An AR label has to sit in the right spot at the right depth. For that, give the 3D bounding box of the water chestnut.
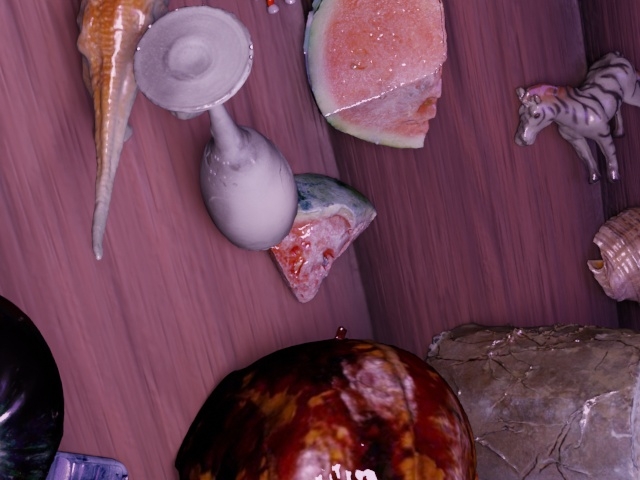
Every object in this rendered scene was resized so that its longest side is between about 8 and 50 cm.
[{"bbox_3d":[0.040,0.263,1.118,0.347,0.335,0.335,19,83,-26],"label":"water chestnut"}]

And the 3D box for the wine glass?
[{"bbox_3d":[-0.070,-0.163,1.049,0.309,0.096,0.264,71,25,-67],"label":"wine glass"}]

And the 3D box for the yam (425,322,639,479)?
[{"bbox_3d":[0.293,0.221,1.354,0.241,0.348,0.241,-5,97,-49],"label":"yam"}]

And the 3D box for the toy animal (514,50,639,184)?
[{"bbox_3d":[0.375,-0.158,1.546,0.255,0.090,0.170,-28,111,-41],"label":"toy animal"}]

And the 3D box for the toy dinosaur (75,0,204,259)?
[{"bbox_3d":[-0.169,-0.148,0.990,0.205,0.092,0.393,90,14,-53],"label":"toy dinosaur"}]

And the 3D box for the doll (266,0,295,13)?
[{"bbox_3d":[-0.050,-0.292,1.155,0.057,0.039,0.114,-14,121,-7],"label":"doll"}]

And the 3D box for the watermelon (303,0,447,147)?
[{"bbox_3d":[0.046,-0.216,1.228,0.146,0.128,0.231,-6,85,-15],"label":"watermelon"}]

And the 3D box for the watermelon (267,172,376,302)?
[{"bbox_3d":[0.000,0.000,1.228,0.187,0.071,0.139,-6,104,-43],"label":"watermelon"}]

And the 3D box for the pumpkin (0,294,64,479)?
[{"bbox_3d":[-0.312,0.142,0.886,0.233,0.163,0.233,-8,102,-40],"label":"pumpkin"}]

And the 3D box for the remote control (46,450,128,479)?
[{"bbox_3d":[-0.245,0.217,1.053,0.152,0.027,0.043,17,88,-41],"label":"remote control"}]

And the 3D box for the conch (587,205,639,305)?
[{"bbox_3d":[0.503,0.034,1.662,0.245,0.163,0.178,7,55,-16],"label":"conch"}]
